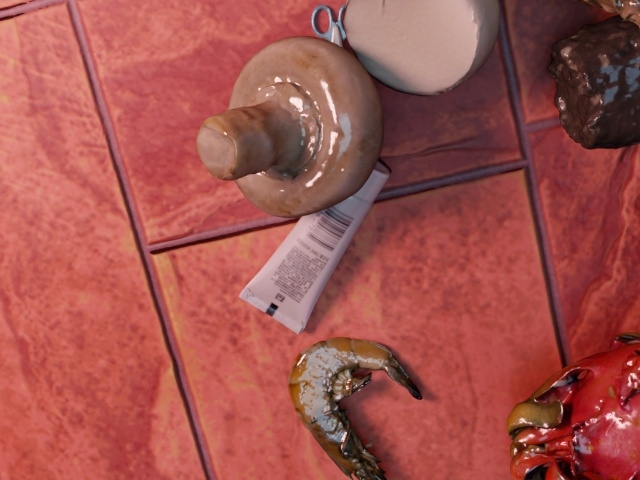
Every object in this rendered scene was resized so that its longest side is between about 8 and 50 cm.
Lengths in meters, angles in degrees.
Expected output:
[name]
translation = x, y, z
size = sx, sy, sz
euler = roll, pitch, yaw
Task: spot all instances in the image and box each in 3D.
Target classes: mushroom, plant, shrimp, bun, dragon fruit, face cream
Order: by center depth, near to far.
[plant]
translation = 0.397, -0.198, 1.068
size = 0.274, 0.146, 0.149
euler = -15, 122, 5
[bun]
translation = 0.117, -0.253, 1.075
size = 0.172, 0.120, 0.173
euler = 15, 134, 16
[mushroom]
translation = -0.044, -0.126, 1.082
size = 0.209, 0.206, 0.207
euler = 2, 106, -21
[dragon fruit]
translation = 0.373, 0.226, 1.128
size = 0.307, 0.243, 0.227
euler = -44, 136, 8
[face cream]
translation = 0.000, 0.000, 1.185
size = 0.092, 0.058, 0.244
euler = 33, 109, -5
[shrimp]
translation = 0.055, 0.219, 1.240
size = 0.150, 0.051, 0.217
euler = -32, 97, 3

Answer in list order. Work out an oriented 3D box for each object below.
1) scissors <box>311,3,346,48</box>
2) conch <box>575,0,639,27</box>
[scissors]
translation = 0.021, -0.219, 1.146
size = 0.058, 0.014, 0.119
euler = -4, 101, 5
[conch]
translation = 0.301, -0.322, 1.028
size = 0.210, 0.159, 0.291
euler = -1, 70, -32
